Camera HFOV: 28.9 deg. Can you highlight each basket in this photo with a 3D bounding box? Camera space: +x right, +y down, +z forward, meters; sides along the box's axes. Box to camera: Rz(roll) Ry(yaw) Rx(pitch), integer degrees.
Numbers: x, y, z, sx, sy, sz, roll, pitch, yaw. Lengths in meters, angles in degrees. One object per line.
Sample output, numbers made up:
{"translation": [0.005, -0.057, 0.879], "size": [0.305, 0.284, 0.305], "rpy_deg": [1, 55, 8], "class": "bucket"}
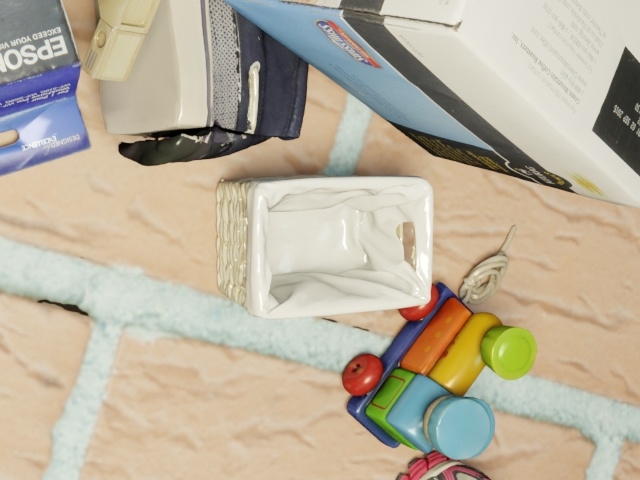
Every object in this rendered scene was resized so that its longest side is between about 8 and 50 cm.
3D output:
{"translation": [0.000, 0.000, 1.058], "size": [0.167, 0.103, 0.113], "rpy_deg": [-3, 97, -26], "class": "basket"}

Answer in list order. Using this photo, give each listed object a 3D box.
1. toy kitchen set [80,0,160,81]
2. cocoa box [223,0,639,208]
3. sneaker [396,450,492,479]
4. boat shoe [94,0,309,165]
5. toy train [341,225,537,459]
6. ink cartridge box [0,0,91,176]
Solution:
{"translation": [-0.177, -0.172, 0.913], "size": [0.068, 0.083, 0.075], "rpy_deg": [-1, 124, -50], "class": "toy kitchen set"}
{"translation": [0.134, -0.204, 0.976], "size": [0.347, 0.228, 0.231], "rpy_deg": [29, 81, -51], "class": "cocoa box"}
{"translation": [0.149, 0.350, 1.168], "size": [0.121, 0.112, 0.299], "rpy_deg": [-25, 107, -23], "class": "sneaker"}
{"translation": [-0.095, -0.226, 0.992], "size": [0.158, 0.127, 0.340], "rpy_deg": [0, 90, -51], "class": "boat shoe"}
{"translation": [0.143, 0.084, 1.117], "size": [0.105, 0.143, 0.248], "rpy_deg": [44, 76, -24], "class": "toy train"}
{"translation": [-0.284, -0.199, 0.907], "size": [0.165, 0.065, 0.333], "rpy_deg": [-21, 106, -19], "class": "ink cartridge box"}
